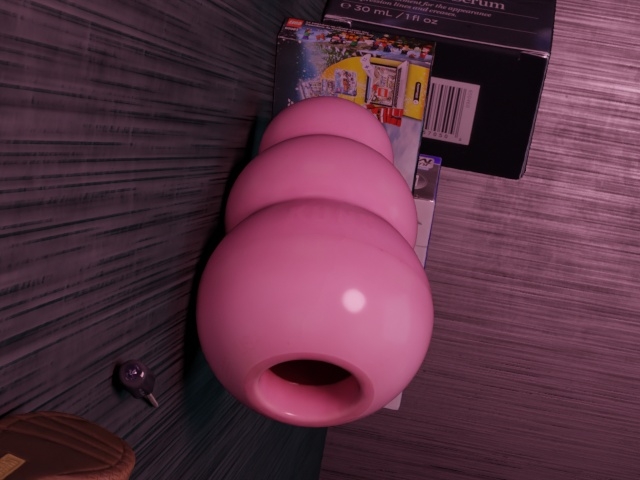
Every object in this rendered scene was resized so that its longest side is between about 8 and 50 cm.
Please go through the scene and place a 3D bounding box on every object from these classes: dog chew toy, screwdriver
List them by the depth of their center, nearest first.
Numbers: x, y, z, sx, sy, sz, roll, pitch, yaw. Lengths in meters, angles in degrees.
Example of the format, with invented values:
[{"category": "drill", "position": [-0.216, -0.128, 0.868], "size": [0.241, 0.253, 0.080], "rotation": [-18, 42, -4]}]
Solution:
[{"category": "screwdriver", "position": [-0.125, 0.107, 0.984], "size": [0.025, 0.024, 0.170], "rotation": [-50, 172, -7]}, {"category": "dog chew toy", "position": [0.000, 0.000, 1.218], "size": [0.206, 0.207, 0.332], "rotation": [94, 1, -50]}]

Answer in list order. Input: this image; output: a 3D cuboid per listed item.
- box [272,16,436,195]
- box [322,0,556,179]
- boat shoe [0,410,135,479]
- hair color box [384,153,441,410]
[{"category": "box", "position": [0.029, -0.117, 1.440], "size": [0.044, 0.159, 0.233], "rotation": [-71, 170, -49]}, {"category": "box", "position": [0.172, -0.303, 1.886], "size": [0.395, 0.293, 0.212], "rotation": [-74, 173, -49]}, {"category": "boat shoe", "position": [-0.148, 0.132, 0.630], "size": [0.072, 0.068, 0.190], "rotation": [-68, 166, 9]}, {"category": "hair color box", "position": [0.037, 0.044, 1.702], "size": [0.110, 0.185, 0.339], "rotation": [-73, 172, -52]}]
